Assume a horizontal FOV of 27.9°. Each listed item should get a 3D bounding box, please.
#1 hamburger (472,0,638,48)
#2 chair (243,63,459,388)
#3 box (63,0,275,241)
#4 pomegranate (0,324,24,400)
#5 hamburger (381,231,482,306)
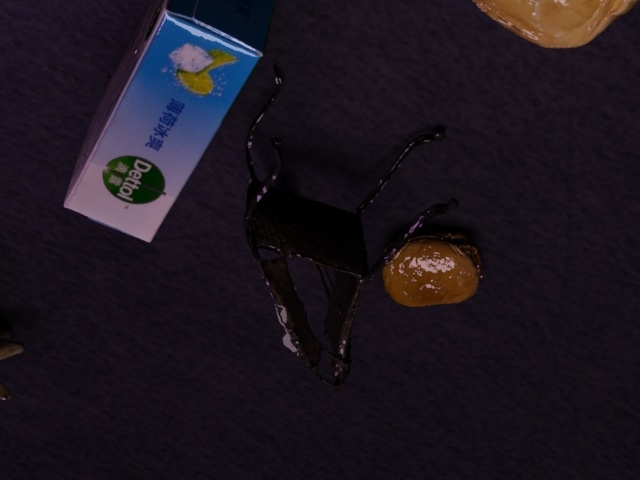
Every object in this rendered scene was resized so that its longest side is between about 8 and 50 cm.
[{"bbox_3d":[0.158,-0.203,0.843,0.147,0.083,0.138,30,132,-18],"label":"hamburger"},{"bbox_3d":[0.000,0.000,0.996,0.149,0.174,0.213,15,121,-12],"label":"chair"},{"bbox_3d":[-0.103,-0.116,0.912,0.073,0.139,0.194,24,131,-15],"label":"box"},{"bbox_3d":[-0.377,0.095,1.130,0.224,0.181,0.181,19,136,-40],"label":"pomegranate"},{"bbox_3d":[0.094,0.025,1.084,0.083,0.044,0.076,-5,131,15],"label":"hamburger"}]
